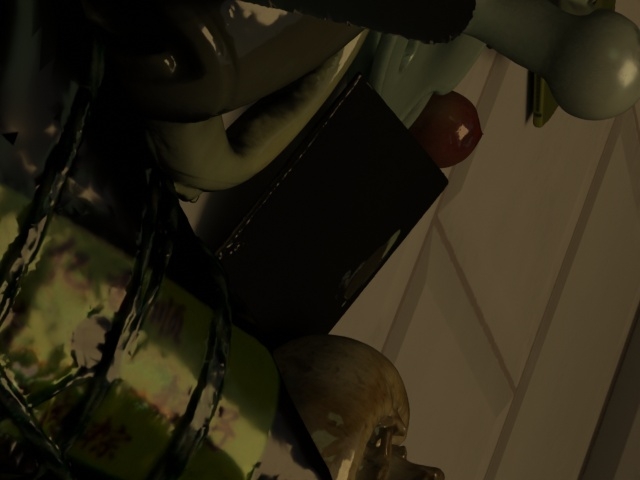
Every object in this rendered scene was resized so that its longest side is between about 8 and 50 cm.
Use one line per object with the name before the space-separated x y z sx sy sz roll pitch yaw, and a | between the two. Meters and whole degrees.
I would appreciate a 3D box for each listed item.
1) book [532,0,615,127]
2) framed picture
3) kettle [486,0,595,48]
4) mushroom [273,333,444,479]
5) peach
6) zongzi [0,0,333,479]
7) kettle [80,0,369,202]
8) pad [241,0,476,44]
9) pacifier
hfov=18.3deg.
book | 0.309 -0.337 2.390 0.239 0.035 0.352 -54 154 -40
framed picture | 0.000 0.000 1.715 0.244 0.013 0.324 -51 160 -1
kettle | 0.251 -0.245 2.176 0.148 0.127 0.098 7 78 -68
mushroom | 0.000 0.193 1.723 0.189 0.195 0.253 71 39 -56
peach | 0.120 -0.112 1.990 0.083 0.083 0.083 16 90 -71
zongzi | -0.167 -0.027 1.064 0.383 0.319 0.362 25 83 -52
kettle | -0.040 -0.184 1.279 0.324 0.228 0.321 -52 153 -30
pad | -0.081 -0.271 1.076 0.375 0.063 0.315 10 73 -35
pacifier | 0.162 -0.182 1.771 0.343 0.269 0.288 -34 151 -56
